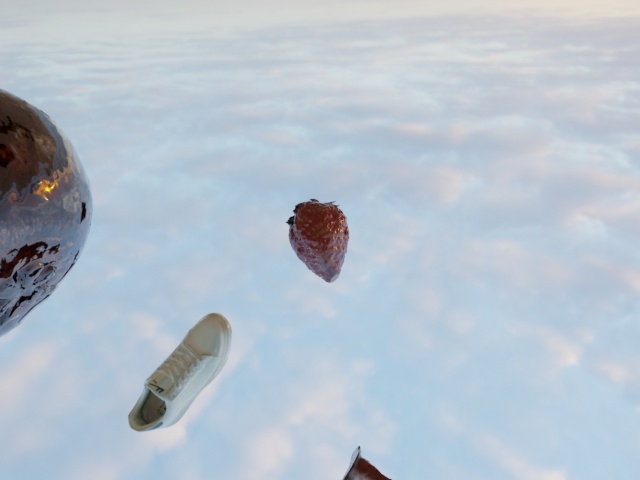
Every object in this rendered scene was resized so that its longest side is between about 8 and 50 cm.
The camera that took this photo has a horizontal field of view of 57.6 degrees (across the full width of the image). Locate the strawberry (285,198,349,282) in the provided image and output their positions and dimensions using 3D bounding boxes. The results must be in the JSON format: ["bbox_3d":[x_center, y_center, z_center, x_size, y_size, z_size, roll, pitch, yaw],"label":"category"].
[{"bbox_3d":[0.004,-0.006,1.084,0.131,0.131,0.148,-22,-118,-36],"label":"strawberry"}]

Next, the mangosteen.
[{"bbox_3d":[-0.331,-0.036,0.482,0.261,0.235,0.235,37,-143,11],"label":"mangosteen"}]

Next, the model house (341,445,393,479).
[{"bbox_3d":[0.113,0.434,0.786,0.254,0.160,0.196,28,-111,10],"label":"model house"}]

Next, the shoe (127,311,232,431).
[{"bbox_3d":[-0.264,0.255,1.089,0.095,0.265,0.110,35,-167,19],"label":"shoe"}]
